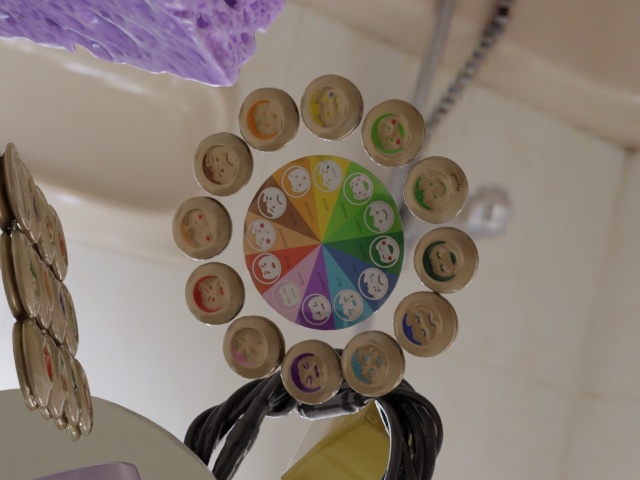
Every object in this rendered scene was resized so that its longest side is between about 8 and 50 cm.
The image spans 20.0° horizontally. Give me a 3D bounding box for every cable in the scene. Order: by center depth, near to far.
[{"bbox_3d":[-0.009,0.133,1.058,0.184,0.151,0.047,-28,131,19],"label":"cable"}]

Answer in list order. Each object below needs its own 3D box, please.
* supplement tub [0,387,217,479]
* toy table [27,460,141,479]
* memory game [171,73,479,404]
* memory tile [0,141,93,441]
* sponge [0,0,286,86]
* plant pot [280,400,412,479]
[{"bbox_3d":[-0.173,0.252,0.984,0.228,0.228,0.316,15,132,-9],"label":"supplement tub"},{"bbox_3d":[-0.209,0.079,0.611,0.274,0.161,0.252,-22,168,-7],"label":"toy table"},{"bbox_3d":[0.000,0.000,1.007,0.186,0.186,0.012,9,-172,22],"label":"memory game"},{"bbox_3d":[-0.119,0.025,0.784,0.012,0.113,0.148,-11,168,-1],"label":"memory tile"},{"bbox_3d":[-0.119,-0.101,0.464,0.210,0.031,0.117,16,157,33],"label":"sponge"},{"bbox_3d":[0.034,0.159,1.369,0.081,0.083,0.081,37,-146,-2],"label":"plant pot"}]
